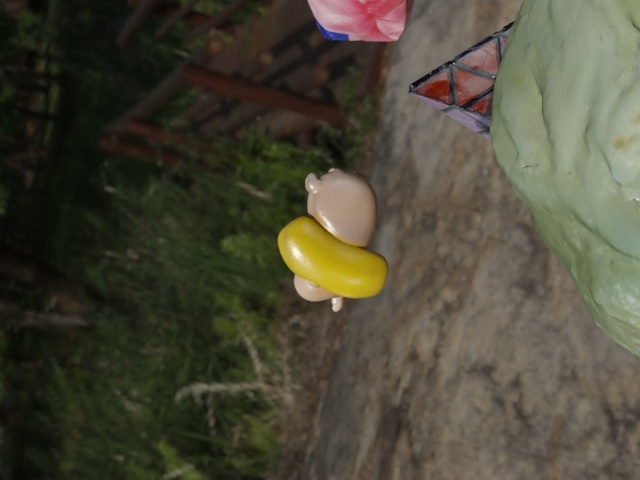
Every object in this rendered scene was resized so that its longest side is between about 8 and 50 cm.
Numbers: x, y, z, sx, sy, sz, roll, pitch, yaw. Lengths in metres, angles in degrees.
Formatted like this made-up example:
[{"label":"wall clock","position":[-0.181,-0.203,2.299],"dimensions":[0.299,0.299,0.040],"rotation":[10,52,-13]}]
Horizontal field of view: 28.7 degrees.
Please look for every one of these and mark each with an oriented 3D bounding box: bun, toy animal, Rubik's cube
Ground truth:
[{"label":"bun","position":[0.136,-0.037,0.392],"dimensions":[0.195,0.118,0.195],"rotation":[17,115,43]},{"label":"toy animal","position":[0.000,0.000,1.034],"dimensions":[0.082,0.091,0.114],"rotation":[150,118,-66]},{"label":"Rubik's cube","position":[0.215,-0.165,1.613],"dimensions":[0.178,0.191,0.211],"rotation":[74,-162,-59]}]

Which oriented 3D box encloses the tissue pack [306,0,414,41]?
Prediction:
[{"label":"tissue pack","position":[0.035,-0.376,1.348],"dimensions":[0.269,0.137,0.209],"rotation":[66,-154,-55]}]
